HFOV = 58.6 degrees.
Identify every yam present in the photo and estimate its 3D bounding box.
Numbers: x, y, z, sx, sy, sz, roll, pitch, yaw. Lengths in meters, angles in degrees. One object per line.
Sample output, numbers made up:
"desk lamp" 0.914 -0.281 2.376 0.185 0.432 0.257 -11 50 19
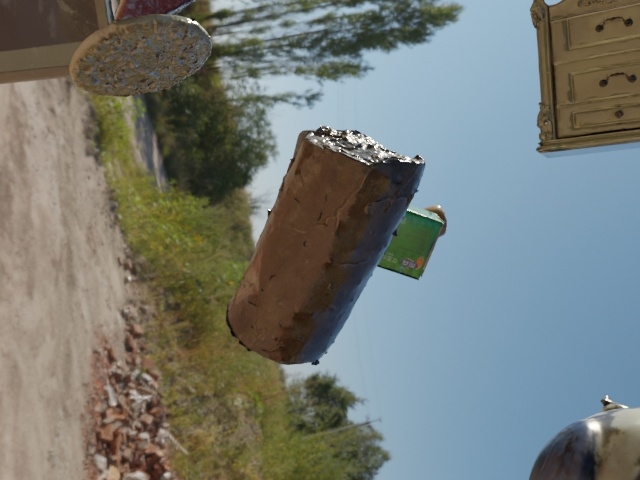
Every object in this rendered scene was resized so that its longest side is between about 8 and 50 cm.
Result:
"yam" 0.002 0.001 0.582 0.129 0.128 0.238 -93 -154 -66

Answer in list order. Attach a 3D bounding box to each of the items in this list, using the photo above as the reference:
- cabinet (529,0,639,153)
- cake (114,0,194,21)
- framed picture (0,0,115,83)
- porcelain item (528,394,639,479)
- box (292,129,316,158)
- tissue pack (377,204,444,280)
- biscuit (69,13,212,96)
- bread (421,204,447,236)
"cabinet" 0.569 -0.337 1.103 0.227 0.290 0.318 -11 98 -64
"cake" -0.251 -0.359 0.887 0.086 0.117 0.220 0 -109 57
"framed picture" -0.347 -0.334 0.677 0.019 0.209 0.281 -44 130 -71
"porcelain item" 0.234 0.202 0.289 0.186 0.288 0.138 -67 -172 -19
"box" 0.048 -0.108 0.985 0.055 0.244 0.103 10 -94 41
"tissue pack" 0.136 -0.026 1.266 0.156 0.209 0.148 -106 -145 -74
"biscuit" -0.183 -0.188 0.588 0.152 0.152 0.020 135 -65 -80
"bread" 0.209 -0.019 1.423 0.074 0.239 0.092 -128 -159 -69
